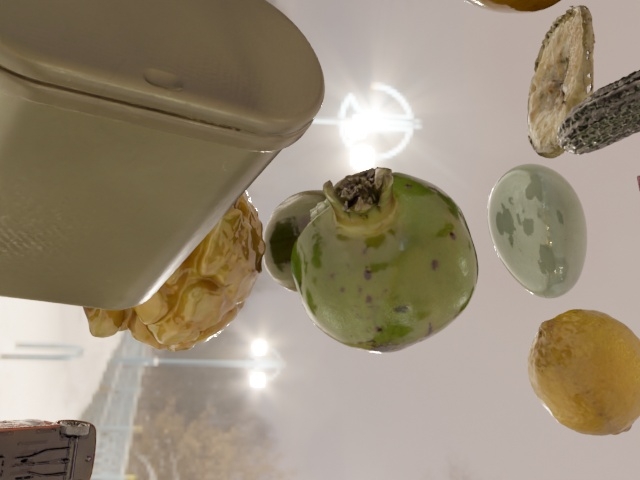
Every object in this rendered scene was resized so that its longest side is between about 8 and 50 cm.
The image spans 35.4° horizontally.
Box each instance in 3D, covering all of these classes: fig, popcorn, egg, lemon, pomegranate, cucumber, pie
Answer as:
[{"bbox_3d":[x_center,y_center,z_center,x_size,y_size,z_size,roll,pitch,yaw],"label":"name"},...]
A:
[{"bbox_3d":[0.000,0.000,1.969,0.203,0.225,0.203,38,45,-52],"label":"fig"},{"bbox_3d":[-0.257,-0.004,1.772,0.344,0.354,0.390,19,82,-62],"label":"popcorn"},{"bbox_3d":[0.419,-0.018,1.926,0.183,0.182,0.264,144,-69,-79],"label":"egg"},{"bbox_3d":[0.435,0.215,1.626,0.257,0.188,0.188,49,8,-22],"label":"lemon"},{"bbox_3d":[0.081,0.016,1.366,0.341,0.260,0.261,63,20,-56],"label":"pomegranate"},{"bbox_3d":[0.373,-0.162,1.264,0.265,0.077,0.077,156,-63,-66],"label":"cucumber"},{"bbox_3d":[0.424,-0.279,1.765,0.274,0.055,0.274,-171,-90,-84],"label":"pie"}]

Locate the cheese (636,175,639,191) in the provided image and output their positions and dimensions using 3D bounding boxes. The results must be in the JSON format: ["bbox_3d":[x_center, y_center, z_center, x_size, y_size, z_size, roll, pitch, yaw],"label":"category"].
[{"bbox_3d":[0.587,-0.086,1.683,0.145,0.038,0.095,20,-46,59],"label":"cheese"}]

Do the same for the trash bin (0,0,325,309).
[{"bbox_3d":[-0.157,-0.063,0.658,0.247,0.243,0.121,-47,-135,43],"label":"trash bin"}]

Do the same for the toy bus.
[{"bbox_3d":[-0.561,0.387,1.784,0.153,0.329,0.143,7,-90,40],"label":"toy bus"}]

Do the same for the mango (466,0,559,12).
[{"bbox_3d":[0.289,-0.509,1.567,0.232,0.445,0.300,-6,-93,37],"label":"mango"}]
